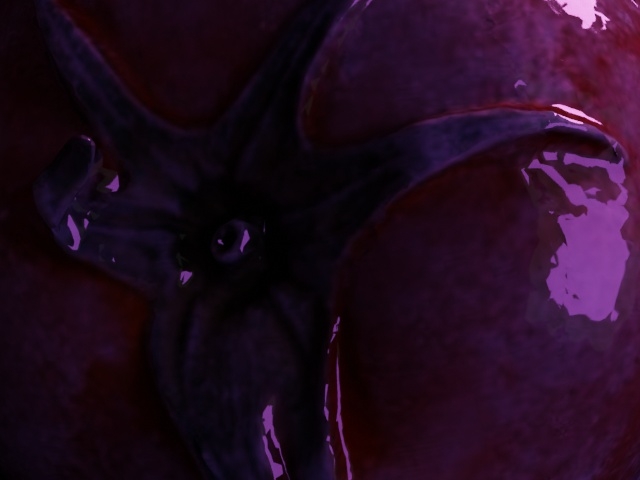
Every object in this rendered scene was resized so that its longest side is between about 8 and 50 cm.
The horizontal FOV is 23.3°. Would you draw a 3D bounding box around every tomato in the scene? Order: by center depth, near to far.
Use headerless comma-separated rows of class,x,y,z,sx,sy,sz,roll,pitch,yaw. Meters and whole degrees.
tomato,0.000,0.000,0.621,0.282,0.316,0.317,4,82,-71
